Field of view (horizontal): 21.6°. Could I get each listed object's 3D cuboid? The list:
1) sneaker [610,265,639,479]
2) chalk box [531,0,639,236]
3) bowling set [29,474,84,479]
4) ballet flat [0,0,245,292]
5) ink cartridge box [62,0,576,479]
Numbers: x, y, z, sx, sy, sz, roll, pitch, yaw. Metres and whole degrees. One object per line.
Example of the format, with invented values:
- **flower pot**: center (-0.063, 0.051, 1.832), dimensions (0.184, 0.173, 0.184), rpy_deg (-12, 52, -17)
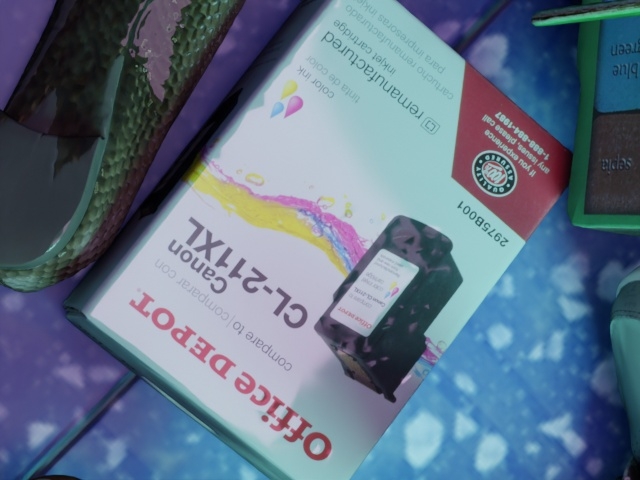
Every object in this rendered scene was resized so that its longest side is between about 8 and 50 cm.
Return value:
- **sneaker**: center (0.140, 0.168, 0.696), dimensions (0.178, 0.124, 0.296), rpy_deg (-24, 97, -23)
- **chalk box**: center (0.216, -0.081, 0.639), dimensions (0.289, 0.180, 0.179), rpy_deg (9, 87, -35)
- **bowling set**: center (-0.053, 0.184, 0.594), dimensions (0.200, 0.154, 0.287), rpy_deg (28, 107, -2)
- **ballet flat**: center (-0.067, -0.091, 0.679), dimensions (0.084, 0.058, 0.250), rpy_deg (20, 77, 22)
- **ink cartridge box**: center (0.000, 0.000, 0.681), dimensions (0.127, 0.072, 0.175), rpy_deg (39, 80, -12)
